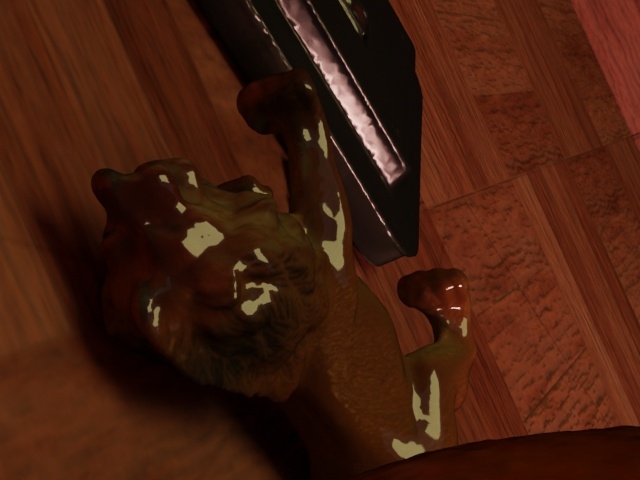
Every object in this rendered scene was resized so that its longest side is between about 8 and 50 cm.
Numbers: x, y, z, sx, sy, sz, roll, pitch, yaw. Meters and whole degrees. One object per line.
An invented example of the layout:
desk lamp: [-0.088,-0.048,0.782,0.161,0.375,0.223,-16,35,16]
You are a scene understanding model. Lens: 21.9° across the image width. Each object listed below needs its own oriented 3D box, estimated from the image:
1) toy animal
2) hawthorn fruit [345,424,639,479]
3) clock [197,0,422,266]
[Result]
toy animal: [-0.005,0.049,0.735,0.312,0.097,0.157,53,33,-40]
hawthorn fruit: [0.133,0.185,0.506,0.285,0.369,0.284,-14,90,-88]
clock: [-0.005,-0.150,1.035,0.279,0.049,0.273,57,19,-26]
